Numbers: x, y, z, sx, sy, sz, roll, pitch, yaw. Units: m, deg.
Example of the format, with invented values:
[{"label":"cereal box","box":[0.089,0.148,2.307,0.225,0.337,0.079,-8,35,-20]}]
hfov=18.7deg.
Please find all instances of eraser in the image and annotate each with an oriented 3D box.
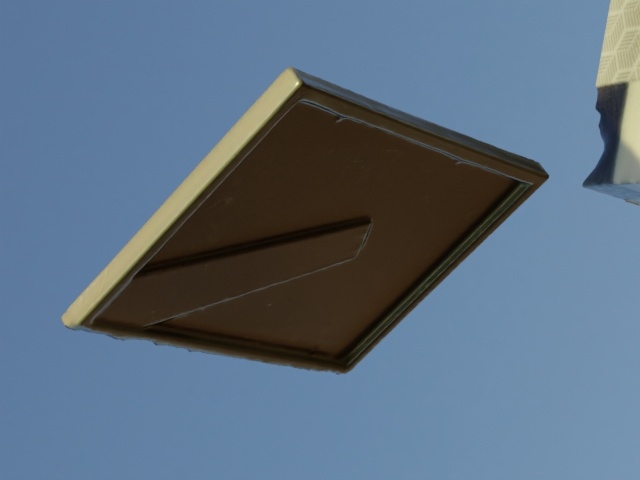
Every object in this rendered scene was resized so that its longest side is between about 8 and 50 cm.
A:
[{"label":"eraser","box":[0.299,-0.229,1.549,0.096,0.098,0.404,16,-99,-29]}]

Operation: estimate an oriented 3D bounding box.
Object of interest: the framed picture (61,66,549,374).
[{"label":"framed picture","box":[0.000,0.000,1.225,0.213,0.016,0.289,-46,-31,20]}]
